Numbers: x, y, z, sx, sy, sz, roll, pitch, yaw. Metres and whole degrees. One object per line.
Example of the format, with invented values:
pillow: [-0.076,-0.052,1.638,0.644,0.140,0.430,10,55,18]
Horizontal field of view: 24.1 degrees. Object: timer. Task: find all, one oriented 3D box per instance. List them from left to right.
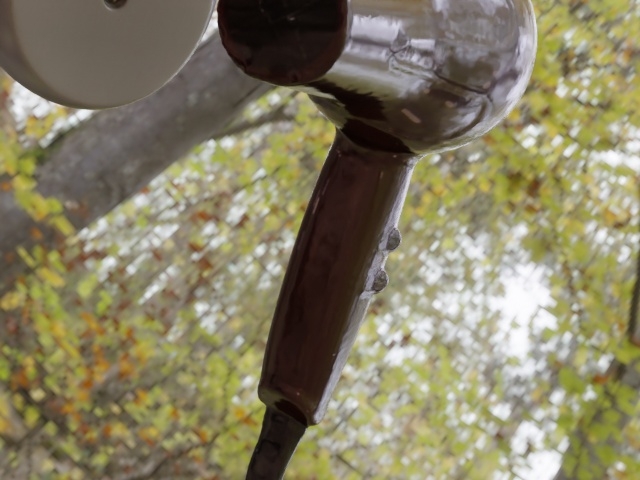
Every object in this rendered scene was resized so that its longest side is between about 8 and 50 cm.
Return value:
timer: [-0.094,-0.124,0.541,0.136,0.099,0.136,170,-90,-69]

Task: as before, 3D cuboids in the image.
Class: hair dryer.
hair dryer: [0.000,0.000,0.779,0.123,0.312,0.340,23,-73,16]
